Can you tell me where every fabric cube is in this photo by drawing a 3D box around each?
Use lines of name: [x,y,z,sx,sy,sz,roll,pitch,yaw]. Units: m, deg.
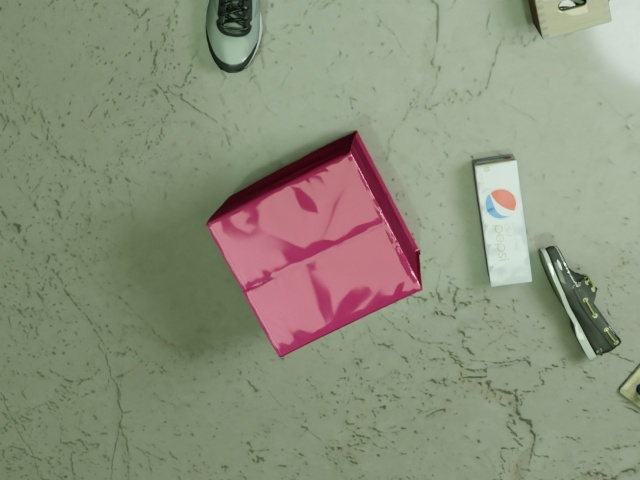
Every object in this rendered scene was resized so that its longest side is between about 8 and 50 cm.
fabric cube: [0.000,0.000,1.792,0.258,0.254,0.259,-26,99,9]

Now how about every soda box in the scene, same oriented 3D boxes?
soda box: [0.311,-0.035,1.848,0.074,0.069,0.216,-8,102,7]

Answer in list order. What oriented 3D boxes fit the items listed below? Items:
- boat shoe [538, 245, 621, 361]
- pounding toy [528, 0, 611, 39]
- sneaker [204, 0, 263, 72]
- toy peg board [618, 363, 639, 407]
boat shoe: [0.448,0.099,1.866,0.069,0.081,0.227,-26,107,8]
pounding toy: [0.407,-0.403,1.729,0.141,0.130,0.100,-14,114,9]
sneaker: [-0.142,-0.412,1.780,0.100,0.108,0.271,8,105,2]
toy peg board: [0.640,0.261,1.884,0.161,0.079,0.160,37,104,-4]
